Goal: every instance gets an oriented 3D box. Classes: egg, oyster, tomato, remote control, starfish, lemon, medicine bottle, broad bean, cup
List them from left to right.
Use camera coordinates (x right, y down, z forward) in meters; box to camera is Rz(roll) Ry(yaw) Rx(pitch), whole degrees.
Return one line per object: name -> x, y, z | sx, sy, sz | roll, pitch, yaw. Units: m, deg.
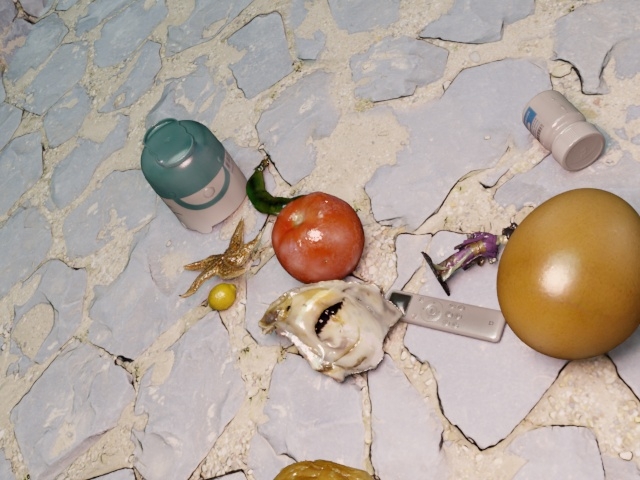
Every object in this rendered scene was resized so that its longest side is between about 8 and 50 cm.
cup -> -0.355, -0.196, 1.792 | 0.219, 0.257, 0.289 | -38, 47, -6
lemon -> -0.237, 0.135, 1.617 | 0.083, 0.062, 0.062 | -43, 48, 0
starfish -> -0.239, 0.049, 1.658 | 0.236, 0.062, 0.277 | -3, 38, 45
broad bean -> -0.107, -0.123, 1.731 | 0.144, 0.049, 0.292 | -47, 48, -8
tomato -> 0.000, 0.000, 1.491 | 0.208, 0.184, 0.208 | -23, 45, 25
oyster -> 0.024, 0.179, 1.413 | 0.275, 0.100, 0.271 | -38, 54, 4
remote control -> 0.243, 0.148, 1.352 | 0.261, 0.029, 0.067 | 10, 64, 35
medicine bottle -> 0.511, -0.235, 1.417 | 0.105, 0.105, 0.168 | -31, 48, 7
egg -> 0.441, 0.052, 1.159 | 0.250, 0.250, 0.322 | 7, 57, 33

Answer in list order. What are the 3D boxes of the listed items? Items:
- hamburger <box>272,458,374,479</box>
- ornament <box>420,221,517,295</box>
hamburger -> 0.011, 0.498, 1.175 | 0.309, 0.132, 0.211 | -1, 60, 31
ornament -> 0.317, 0.030, 1.357 | 0.203, 0.088, 0.081 | -24, 51, 11
